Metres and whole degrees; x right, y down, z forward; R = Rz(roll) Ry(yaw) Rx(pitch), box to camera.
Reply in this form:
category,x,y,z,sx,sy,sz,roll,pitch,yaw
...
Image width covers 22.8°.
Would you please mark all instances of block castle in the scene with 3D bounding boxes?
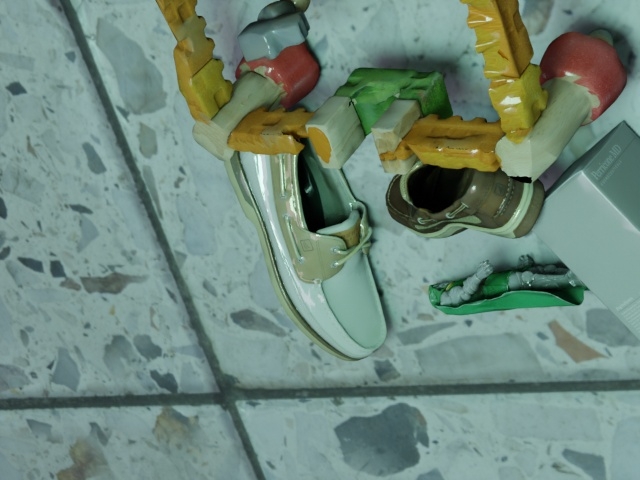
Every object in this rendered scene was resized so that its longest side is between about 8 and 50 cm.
category,x,y,z,sx,sy,sz,roll,pitch,yaw
block castle,0.051,-0.239,1.558,0.453,0.213,0.303,6,132,37

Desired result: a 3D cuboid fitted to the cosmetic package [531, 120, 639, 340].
category,x,y,z,sx,sy,sz,roll,pitch,yaw
cosmetic package,0.331,0.012,1.582,0.238,0.127,0.107,47,132,-3

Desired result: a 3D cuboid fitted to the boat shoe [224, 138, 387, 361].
category,x,y,z,sx,sy,sz,roll,pitch,yaw
boat shoe,0.000,0.000,1.791,0.103,0.113,0.302,-19,105,44

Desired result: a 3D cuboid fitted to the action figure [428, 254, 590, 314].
category,x,y,z,sx,sy,sz,roll,pitch,yaw
action figure,0.202,0.049,1.707,0.232,0.137,0.063,-13,87,46

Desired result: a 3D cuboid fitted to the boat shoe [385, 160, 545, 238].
category,x,y,z,sx,sy,sz,roll,pitch,yaw
boat shoe,0.124,-0.058,1.630,0.095,0.095,0.257,21,171,-25
